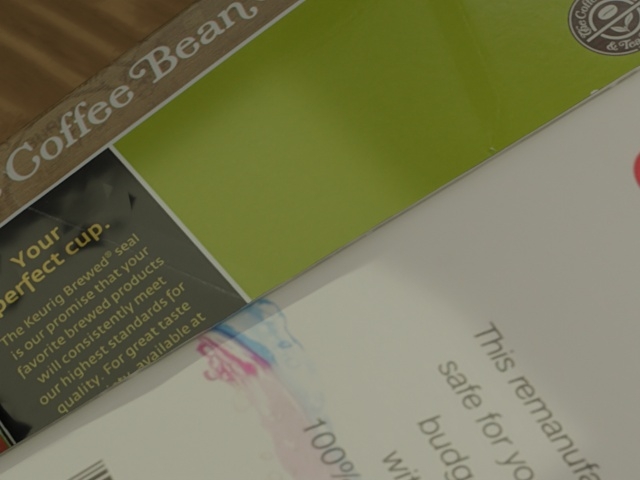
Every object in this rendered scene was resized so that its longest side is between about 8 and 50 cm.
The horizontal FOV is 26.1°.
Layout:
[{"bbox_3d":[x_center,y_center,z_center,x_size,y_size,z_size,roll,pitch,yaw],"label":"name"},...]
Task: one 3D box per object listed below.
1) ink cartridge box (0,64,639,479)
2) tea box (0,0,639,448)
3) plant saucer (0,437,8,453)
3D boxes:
[{"bbox_3d":[0.036,0.127,0.359,0.306,0.131,0.226,-30,64,-7],"label":"ink cartridge box"},{"bbox_3d":[0.053,0.049,0.597,0.329,0.220,0.323,-38,61,-9],"label":"tea box"},{"bbox_3d":[-0.260,0.156,0.908,0.258,0.047,0.259,-47,40,-19],"label":"plant saucer"}]
